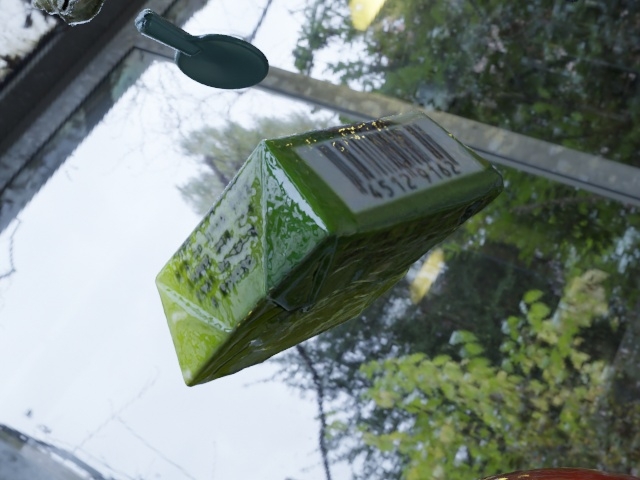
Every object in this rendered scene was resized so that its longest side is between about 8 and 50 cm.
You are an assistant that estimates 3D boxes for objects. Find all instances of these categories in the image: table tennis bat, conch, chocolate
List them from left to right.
[{"bbox_3d":[-0.324,-0.382,1.206,0.207,0.155,0.130,-24,-41,5],"label":"conch"},{"bbox_3d":[-0.193,-0.306,1.368,0.244,0.153,0.040,22,-118,-42],"label":"table tennis bat"},{"bbox_3d":[0.000,0.000,0.906,0.301,0.137,0.289,-16,-23,-47],"label":"chocolate"}]

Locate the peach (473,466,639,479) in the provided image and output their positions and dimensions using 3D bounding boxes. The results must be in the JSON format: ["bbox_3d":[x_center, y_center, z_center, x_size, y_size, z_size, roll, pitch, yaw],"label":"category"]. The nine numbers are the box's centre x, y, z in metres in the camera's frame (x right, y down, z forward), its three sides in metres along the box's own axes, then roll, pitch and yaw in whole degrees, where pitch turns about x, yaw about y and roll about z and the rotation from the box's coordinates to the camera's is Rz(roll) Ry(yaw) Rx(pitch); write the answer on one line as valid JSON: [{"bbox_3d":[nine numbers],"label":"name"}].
[{"bbox_3d":[0.208,0.363,0.691,0.388,0.388,0.388,-40,-38,-42],"label":"peach"}]

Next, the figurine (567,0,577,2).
[{"bbox_3d":[0.108,-0.189,0.321,0.195,0.112,0.102,41,-150,-57],"label":"figurine"}]
